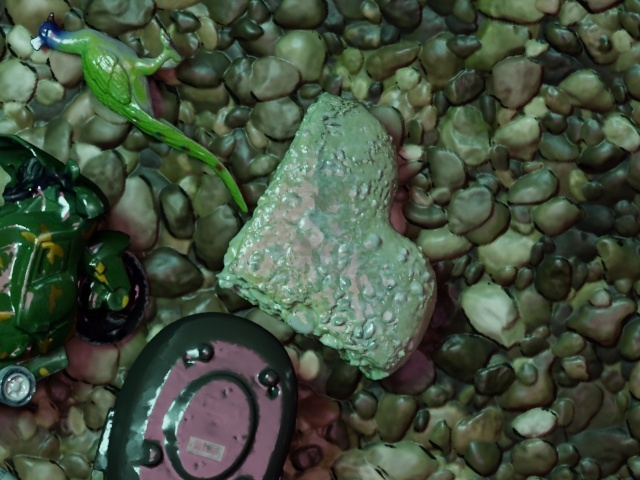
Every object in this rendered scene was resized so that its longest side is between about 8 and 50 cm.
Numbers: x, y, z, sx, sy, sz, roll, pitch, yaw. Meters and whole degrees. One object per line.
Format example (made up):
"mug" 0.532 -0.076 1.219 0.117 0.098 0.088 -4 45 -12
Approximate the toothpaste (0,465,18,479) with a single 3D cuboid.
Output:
"toothpaste" -0.310 0.141 1.406 0.239 0.062 0.039 38 106 -8

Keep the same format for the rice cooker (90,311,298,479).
"rice cooker" -0.091 0.151 1.411 0.142 0.118 0.203 19 78 -9

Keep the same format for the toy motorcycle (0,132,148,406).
"toy motorcycle" -0.251 0.027 1.375 0.274 0.124 0.187 -26 110 -34

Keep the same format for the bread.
"bread" 0.000 0.000 1.472 0.172 0.064 0.232 -12 86 -14

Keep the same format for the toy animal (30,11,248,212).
"toy animal" -0.121 -0.115 1.468 0.217 0.041 0.075 38 100 -7

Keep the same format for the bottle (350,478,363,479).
"bottle" 0.049 0.232 1.469 0.096 0.045 0.045 43 79 -6
